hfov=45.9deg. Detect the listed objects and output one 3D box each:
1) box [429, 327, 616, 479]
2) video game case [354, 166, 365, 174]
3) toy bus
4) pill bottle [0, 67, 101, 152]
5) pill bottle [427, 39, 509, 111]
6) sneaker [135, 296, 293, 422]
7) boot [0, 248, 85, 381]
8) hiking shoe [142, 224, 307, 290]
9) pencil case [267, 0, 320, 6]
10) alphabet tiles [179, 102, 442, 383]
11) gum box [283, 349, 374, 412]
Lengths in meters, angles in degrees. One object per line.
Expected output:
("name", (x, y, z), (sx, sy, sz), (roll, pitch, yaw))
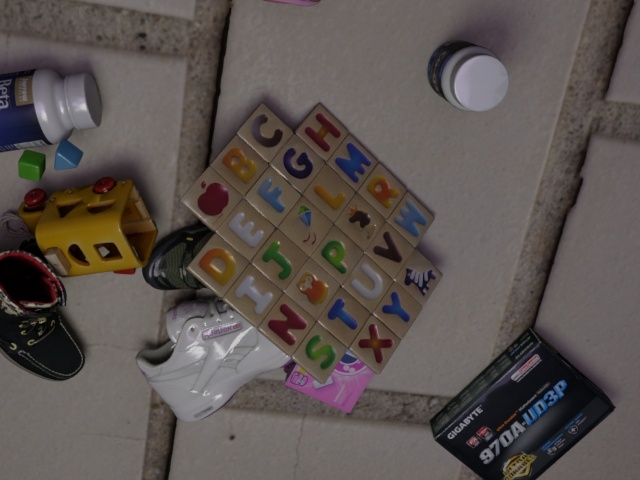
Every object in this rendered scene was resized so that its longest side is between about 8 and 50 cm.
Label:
("box", (0.303, 0.265, 1.143), (0.175, 0.051, 0.220), (41, 103, -15))
("video game case", (0.019, -0.041, 1.042), (0.087, 0.011, 0.122), (-2, 109, -2))
("toy bus", (-0.313, -0.005, 0.956), (0.191, 0.104, 0.202), (25, 130, -17))
("pill bottle", (-0.364, -0.161, 0.933), (0.169, 0.094, 0.094), (-9, 109, 0))
("pill bottle", (0.181, -0.202, 0.928), (0.078, 0.137, 0.078), (-1, 109, -3))
("sneaker", (-0.120, 0.124, 1.035), (0.305, 0.114, 0.152), (-38, 108, 9))
("boot", (-0.369, 0.101, 0.972), (0.236, 0.178, 0.085), (54, 55, -24))
("hiking shoe", (-0.130, 0.028, 1.002), (0.226, 0.114, 0.086), (-11, 108, 0))
("pencil case", (-0.036, -0.457, 0.806), (0.160, 0.167, 0.386), (17, 114, 15))
("alphabet tiles", (0.000, 0.000, 0.969), (0.342, 0.011, 0.285), (43, 68, -14))
("gum box", (0.032, 0.147, 1.080), (0.107, 0.062, 0.188), (26, 106, -12))
